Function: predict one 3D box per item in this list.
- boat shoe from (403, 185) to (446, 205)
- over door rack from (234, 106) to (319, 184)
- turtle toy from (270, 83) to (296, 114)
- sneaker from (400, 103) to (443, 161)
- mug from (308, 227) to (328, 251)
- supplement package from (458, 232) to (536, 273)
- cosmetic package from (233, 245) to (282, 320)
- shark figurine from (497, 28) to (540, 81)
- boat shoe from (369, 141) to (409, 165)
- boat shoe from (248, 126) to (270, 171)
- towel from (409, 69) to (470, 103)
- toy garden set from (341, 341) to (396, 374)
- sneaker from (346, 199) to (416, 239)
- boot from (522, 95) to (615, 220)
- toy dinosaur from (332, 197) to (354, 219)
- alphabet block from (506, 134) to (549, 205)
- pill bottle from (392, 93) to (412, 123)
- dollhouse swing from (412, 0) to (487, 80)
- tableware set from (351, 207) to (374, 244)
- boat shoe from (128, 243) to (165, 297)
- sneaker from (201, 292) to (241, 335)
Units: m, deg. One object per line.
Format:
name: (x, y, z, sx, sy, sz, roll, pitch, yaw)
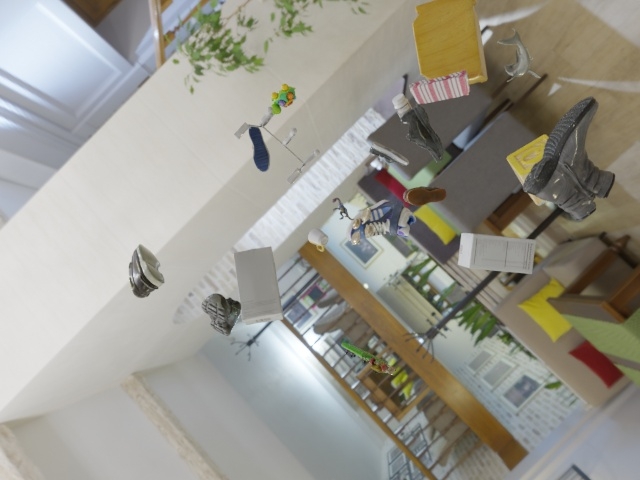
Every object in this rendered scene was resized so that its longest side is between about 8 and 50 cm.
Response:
boat shoe: (0.404, -0.179, 1.644, 0.207, 0.073, 0.073, -4, -164, -32)
over door rack: (-0.128, -0.340, 1.425, 0.240, 0.108, 0.324, 40, -158, -8)
turtle toy: (-0.143, -0.529, 1.553, 0.066, 0.130, 0.095, 54, -164, -3)
sneaker: (0.476, -0.485, 1.926, 0.286, 0.130, 0.109, 59, -163, -6)
mug: (0.001, -0.004, 1.548, 0.064, 0.062, 0.078, 29, 166, 48)
supplement package: (0.692, 0.049, 1.629, 0.244, 0.138, 0.134, 6, -177, 0)
cosmetic package: (-0.335, 0.242, 2.231, 0.156, 0.218, 0.384, 93, 168, -68)
shark figurine: (0.779, -0.697, 1.643, 0.166, 0.116, 0.278, 51, -168, 22)
boat shoe: (0.234, -0.290, 1.416, 0.142, 0.040, 0.049, 29, -148, 0)
boat shoe: (-0.237, -0.360, 1.635, 0.066, 0.066, 0.183, -102, 1, -85)
towel: (0.431, -0.548, 1.488, 0.144, 0.197, 0.029, 19, -111, -64)
toy garden set: (0.216, 0.508, 1.711, 0.204, 0.049, 0.244, 21, 169, 40)
sneaker: (0.311, -0.069, 2.013, 0.236, 0.323, 0.130, 34, 149, 40)
boot: (0.817, -0.250, 1.289, 0.223, 0.338, 0.118, 26, -163, 2)
toy dinosaur: (0.074, -0.115, 1.492, 0.090, 0.047, 0.082, 26, -136, -49)
alphabet block: (0.981, -0.313, 1.832, 0.197, 0.192, 0.193, 44, -155, -27)
pill bottle: (0.433, -0.685, 2.142, 0.137, 0.078, 0.078, 50, 179, -29)
dollhouse swing: (0.589, -0.853, 1.848, 0.305, 0.316, 0.346, -32, -68, -75)
tableware set: (0.190, -0.063, 1.898, 0.020, 0.141, 0.168, 21, -126, -31)
boat shoe: (-0.467, 0.076, 1.081, 0.081, 0.069, 0.228, 49, 174, -31)
sneaker: (-0.330, 0.230, 1.399, 0.101, 0.106, 0.267, 29, 150, 10)
